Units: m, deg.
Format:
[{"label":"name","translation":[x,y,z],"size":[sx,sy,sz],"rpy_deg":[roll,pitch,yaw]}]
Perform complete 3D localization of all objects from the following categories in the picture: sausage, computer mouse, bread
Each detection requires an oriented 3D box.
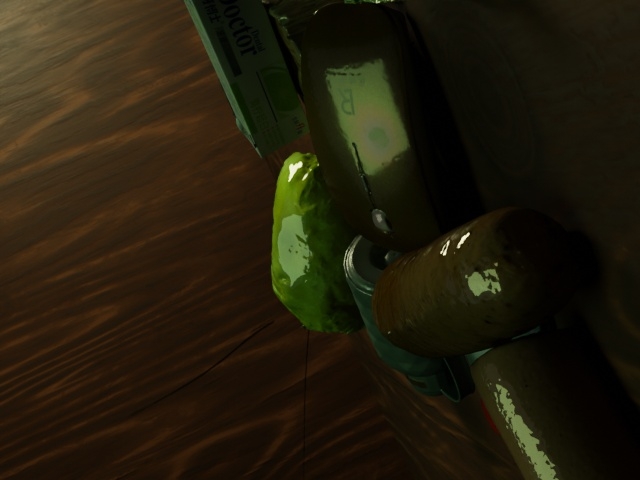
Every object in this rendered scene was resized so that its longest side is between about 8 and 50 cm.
[{"label":"sausage","translation":[0.246,0.197,1.354],"size":[0.253,0.123,0.123],"rpy_deg":[62,174,23]},{"label":"computer mouse","translation":[0.062,-0.118,1.554],"size":[0.158,0.072,0.310],"rpy_deg":[10,123,44]},{"label":"sausage","translation":[0.134,0.057,1.439],"size":[0.123,0.136,0.501],"rpy_deg":[47,167,-1]},{"label":"bread","translation":[0.008,-0.242,1.708],"size":[0.192,0.110,0.210],"rpy_deg":[63,176,-20]}]

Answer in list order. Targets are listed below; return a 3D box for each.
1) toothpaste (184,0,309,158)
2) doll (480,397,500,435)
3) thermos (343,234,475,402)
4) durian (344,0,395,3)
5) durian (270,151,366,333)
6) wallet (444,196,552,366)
[{"label":"toothpaste","translation":[-0.098,-0.237,1.690],"size":[0.067,0.081,0.336],"rpy_deg":[57,173,37]},{"label":"doll","translation":[0.237,0.210,1.820],"size":[0.169,0.057,0.109],"rpy_deg":[61,175,29]},{"label":"thermos","translation":[0.142,0.114,1.898],"size":[0.182,0.145,0.286],"rpy_deg":[47,165,44]},{"label":"durian","translation":[0.054,-0.256,1.258],"size":[0.215,0.100,0.086],"rpy_deg":[41,153,61]},{"label":"durian","translation":[0.000,0.000,2.398],"size":[0.339,0.204,0.255],"rpy_deg":[77,178,-62]},{"label":"wallet","translation":[0.209,0.102,1.623],"size":[0.290,0.054,0.251],"rpy_deg":[-125,13,-61]}]
